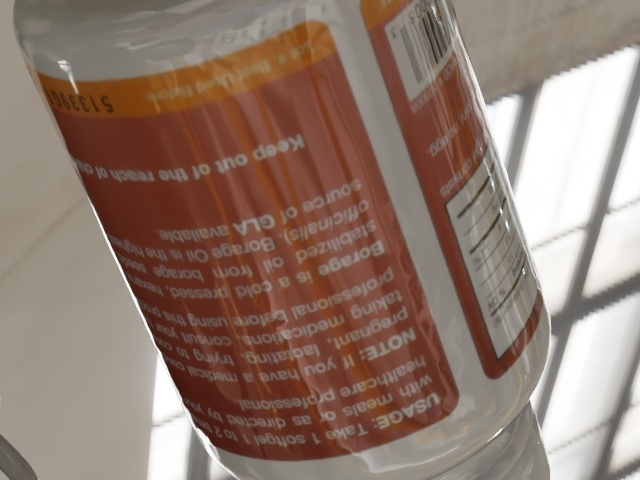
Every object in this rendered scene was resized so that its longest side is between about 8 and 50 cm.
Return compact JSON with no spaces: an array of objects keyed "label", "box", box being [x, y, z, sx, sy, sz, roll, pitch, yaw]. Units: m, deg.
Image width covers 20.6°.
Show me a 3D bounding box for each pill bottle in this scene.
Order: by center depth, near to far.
[{"label":"pill bottle","box":[0.000,0.000,0.539,0.121,0.216,0.121,-15,-150,9]}]

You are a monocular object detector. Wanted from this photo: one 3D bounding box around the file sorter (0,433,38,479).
[{"label":"file sorter","box":[-0.184,0.079,0.486,0.173,0.277,0.193,-39,-119,-21]}]
